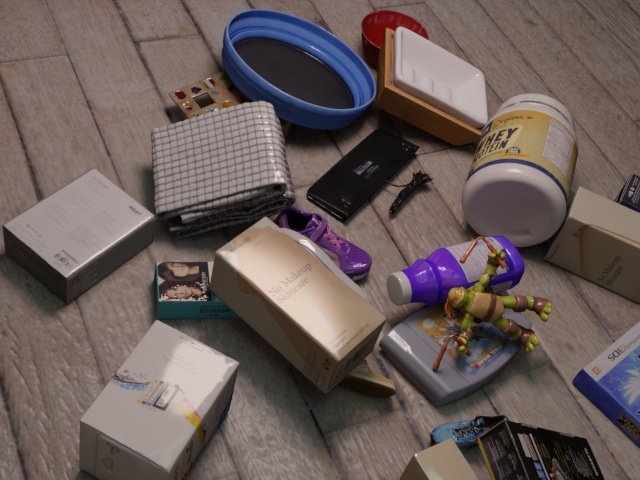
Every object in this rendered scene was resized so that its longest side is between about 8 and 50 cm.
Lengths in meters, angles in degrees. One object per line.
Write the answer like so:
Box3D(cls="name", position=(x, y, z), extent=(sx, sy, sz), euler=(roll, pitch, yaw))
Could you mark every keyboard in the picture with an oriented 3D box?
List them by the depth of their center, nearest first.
Box3D(cls="keyboard", position=(0.131, -0.140, 2.089), extent=(0.201, 0.033, 0.317), euler=(30, 50, 20))

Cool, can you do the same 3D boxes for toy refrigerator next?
Box3D(cls="toy refrigerator", position=(0.251, 0.483, 1.542), extent=(0.094, 0.102, 0.270), euler=(-17, 56, -26))

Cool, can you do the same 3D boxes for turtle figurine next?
Box3D(cls="turtle figurine", position=(0.326, 0.144, 1.769), extent=(0.217, 0.087, 0.270), euler=(20, 86, -15))

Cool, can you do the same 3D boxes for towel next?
Box3D(cls="towel", position=(-0.205, -0.144, 1.897), extent=(0.283, 0.121, 0.235), euler=(-16, 59, 8))

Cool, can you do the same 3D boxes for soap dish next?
Box3D(cls="soap dish", position=(0.265, -0.370, 2.215), extent=(0.290, 0.118, 0.229), euler=(23, 46, -20))

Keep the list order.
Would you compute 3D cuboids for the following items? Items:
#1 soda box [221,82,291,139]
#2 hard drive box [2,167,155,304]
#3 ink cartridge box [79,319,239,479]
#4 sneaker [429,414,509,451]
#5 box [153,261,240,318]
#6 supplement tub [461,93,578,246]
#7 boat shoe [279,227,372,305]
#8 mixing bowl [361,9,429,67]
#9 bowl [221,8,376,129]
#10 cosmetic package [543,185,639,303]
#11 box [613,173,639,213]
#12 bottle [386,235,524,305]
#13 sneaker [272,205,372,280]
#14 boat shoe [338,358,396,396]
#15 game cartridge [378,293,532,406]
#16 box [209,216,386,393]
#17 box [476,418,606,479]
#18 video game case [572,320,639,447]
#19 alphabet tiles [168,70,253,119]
Box3D(cls="soda box", position=(-0.153, -0.299, 2.132), extent=(0.181, 0.058, 0.061), euler=(40, 52, 20))
Box3D(cls="hard drive box", position=(-0.470, -0.013, 1.785), extent=(0.181, 0.089, 0.232), euler=(37, 52, 17))
Box3D(cls="ink cartridge box", position=(-0.270, 0.295, 1.521), extent=(0.168, 0.171, 0.233), euler=(26, 50, 8))
Box3D(cls="sneaker", position=(0.277, 0.348, 1.682), extent=(0.162, 0.073, 0.063), euler=(-7, 53, -20))
Box3D(cls="box", position=(-0.200, 0.096, 1.781), extent=(0.244, 0.060, 0.101), euler=(0, 50, -15))
Box3D(cls="supplement tub", position=(0.459, -0.165, 2.063), extent=(0.228, 0.228, 0.316), euler=(21, 48, 4))
Box3D(cls="boat shoe", position=(-0.021, 0.082, 1.823), extent=(0.267, 0.096, 0.088), euler=(43, 50, 10))
Box3D(cls="mixing bowl", position=(0.182, -0.506, 2.368), extent=(0.181, 0.098, 0.182), euler=(8, 50, -9))
Box3D(cls="bowl", position=(-0.056, -0.410, 2.181), extent=(0.391, 0.077, 0.391), euler=(19, 38, -16))
Box3D(cls="cosmetic package", position=(0.672, 0.026, 2.003), extent=(0.309, 0.160, 0.113), euler=(24, 49, 8))
Box3D(cls="box", position=(0.758, -0.029, 2.075), extent=(0.207, 0.153, 0.108), euler=(29, 50, 11))
Box3D(cls="bottle", position=(0.271, 0.069, 1.838), extent=(0.282, 0.092, 0.118), euler=(-13, 51, -24))
Box3D(cls="sneaker", position=(0.000, 0.000, 1.887), extent=(0.236, 0.105, 0.095), euler=(25, 47, 6))
Box3D(cls="boat shoe", position=(0.065, 0.246, 1.720), extent=(0.170, 0.063, 0.059), euler=(18, 54, 2))
Box3D(cls="game cartridge", position=(0.285, 0.197, 1.828), extent=(0.297, 0.062, 0.198), euler=(-32, 60, -34))
Box3D(cls="box", position=(-0.047, 0.116, 1.684), extent=(0.311, 0.121, 0.148), euler=(39, 54, 17))
Box3D(cls="box", position=(0.417, 0.475, 1.536), extent=(0.257, 0.079, 0.322), euler=(18, 41, -38))
Box3D(cls="video game case", position=(0.687, 0.308, 1.832), extent=(0.244, 0.061, 0.269), euler=(-30, 63, -32))
Box3D(cls="alphabet tiles", position=(-0.202, -0.295, 2.077), extent=(0.198, 0.009, 0.237), euler=(-27, 63, -25))
